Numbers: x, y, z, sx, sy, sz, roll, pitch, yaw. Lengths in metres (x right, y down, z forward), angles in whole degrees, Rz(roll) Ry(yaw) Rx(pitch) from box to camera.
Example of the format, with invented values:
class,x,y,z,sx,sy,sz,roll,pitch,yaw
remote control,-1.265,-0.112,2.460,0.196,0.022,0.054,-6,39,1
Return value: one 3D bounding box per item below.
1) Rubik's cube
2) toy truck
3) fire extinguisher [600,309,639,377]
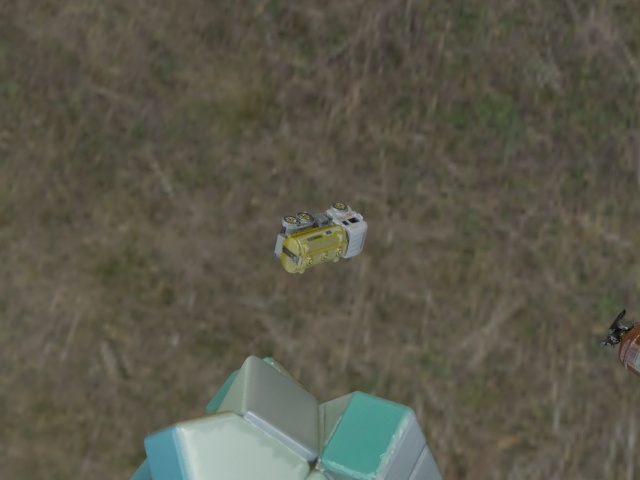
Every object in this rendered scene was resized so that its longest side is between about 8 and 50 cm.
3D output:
class,x,y,z,sx,sy,sz,roll,pitch,yaw
Rubik's cube,-0.020,0.212,1.251,0.265,0.224,0.213,43,151,-11
toy truck,0.000,0.000,2.190,0.063,0.123,0.052,37,128,35
fire extinguisher,0.312,0.113,1.641,0.177,0.062,0.050,38,137,39
